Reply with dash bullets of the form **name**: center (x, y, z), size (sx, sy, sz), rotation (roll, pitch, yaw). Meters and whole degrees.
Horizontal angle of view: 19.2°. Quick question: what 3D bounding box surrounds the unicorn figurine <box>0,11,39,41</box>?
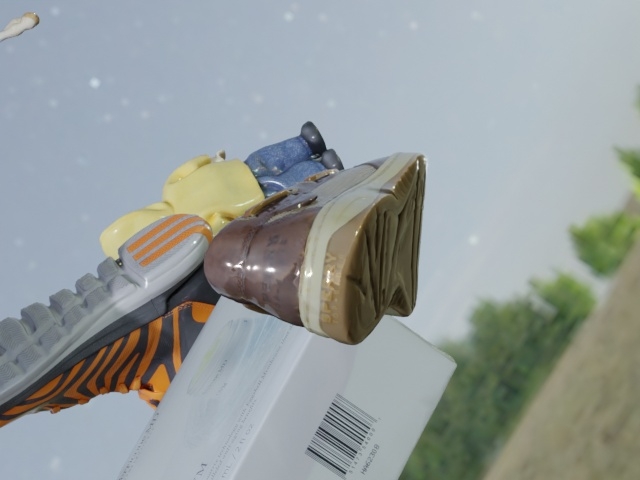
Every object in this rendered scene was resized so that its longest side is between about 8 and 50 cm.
- **unicorn figurine**: center (-0.239, -0.159, 1.254), size (0.162, 0.111, 0.060), rotation (-67, -39, -62)

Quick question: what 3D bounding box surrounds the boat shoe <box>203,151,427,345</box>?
- **boat shoe**: center (0.000, 0.000, 1.335), size (0.342, 0.123, 0.123), rotation (-38, -48, -74)

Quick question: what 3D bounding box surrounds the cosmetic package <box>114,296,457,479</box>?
- **cosmetic package**: center (-0.038, 0.162, 1.606), size (0.224, 0.138, 0.225), rotation (-61, 21, -17)

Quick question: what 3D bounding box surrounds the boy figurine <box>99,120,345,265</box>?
- **boy figurine**: center (-0.108, -0.031, 2.148), size (0.285, 0.177, 0.092), rotation (-27, -41, -14)

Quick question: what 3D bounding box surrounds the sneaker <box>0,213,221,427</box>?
- **sneaker**: center (-0.197, 0.131, 1.767), size (0.321, 0.180, 0.124), rotation (-33, 29, -4)
